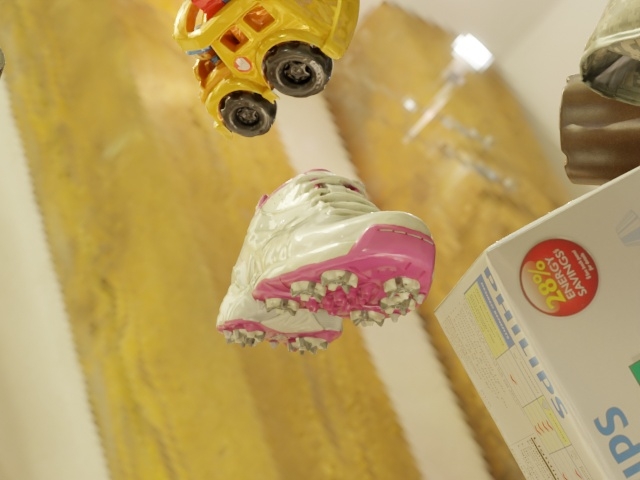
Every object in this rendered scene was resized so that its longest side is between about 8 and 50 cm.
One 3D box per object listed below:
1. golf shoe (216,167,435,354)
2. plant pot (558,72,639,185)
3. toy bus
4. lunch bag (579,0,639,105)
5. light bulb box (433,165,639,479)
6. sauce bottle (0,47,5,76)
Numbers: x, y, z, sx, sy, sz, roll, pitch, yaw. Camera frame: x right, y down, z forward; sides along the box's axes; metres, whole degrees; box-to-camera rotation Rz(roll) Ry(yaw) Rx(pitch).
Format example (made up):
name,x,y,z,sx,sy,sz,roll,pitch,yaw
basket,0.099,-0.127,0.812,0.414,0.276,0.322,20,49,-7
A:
name,x,y,z,sx,sy,sz,roll,pitch,yaw
golf shoe,0.000,0.000,1.414,0.115,0.306,0.140,13,-105,-20
plant pot,0.356,-0.124,2.071,0.167,0.165,0.167,-2,-90,-69
toy bus,-0.096,-0.249,2.176,0.211,0.220,0.149,34,-140,-24
lunch bag,0.377,-0.249,1.726,0.169,0.287,0.235,30,-108,-26
light bulb box,0.311,0.144,1.878,0.358,0.225,0.361,61,170,8
sauce bottle,-0.388,-0.056,1.828,0.111,0.344,0.111,19,-141,-16
